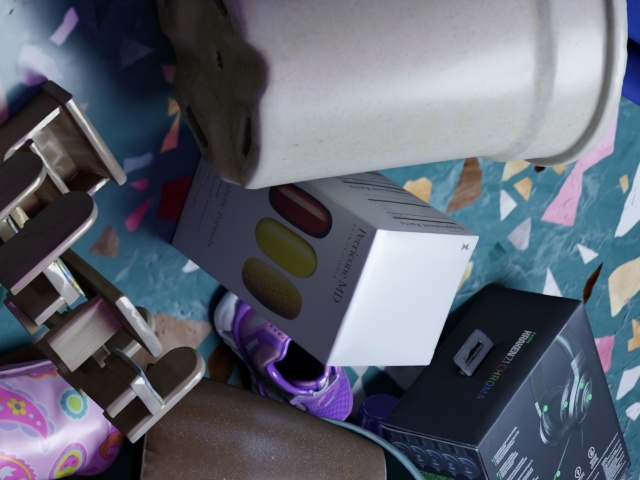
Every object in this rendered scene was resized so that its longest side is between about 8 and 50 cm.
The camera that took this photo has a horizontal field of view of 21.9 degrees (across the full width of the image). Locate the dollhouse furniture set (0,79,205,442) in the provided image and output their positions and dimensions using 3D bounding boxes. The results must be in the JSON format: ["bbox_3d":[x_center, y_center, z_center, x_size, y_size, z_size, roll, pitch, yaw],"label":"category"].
[{"bbox_3d":[-0.194,-0.001,1.334,0.161,0.242,0.212,-43,137,-13],"label":"dollhouse furniture set"}]

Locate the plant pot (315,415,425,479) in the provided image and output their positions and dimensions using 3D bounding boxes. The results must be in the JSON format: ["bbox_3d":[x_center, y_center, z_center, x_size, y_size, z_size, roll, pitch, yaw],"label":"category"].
[{"bbox_3d":[0.006,0.324,1.732,0.290,0.290,0.195,-59,167,4],"label":"plant pot"}]

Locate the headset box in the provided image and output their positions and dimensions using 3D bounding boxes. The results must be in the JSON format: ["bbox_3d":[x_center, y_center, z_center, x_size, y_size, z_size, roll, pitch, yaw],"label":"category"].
[{"bbox_3d":[0.213,0.224,1.857,0.246,0.131,0.283,-49,132,-34],"label":"headset box"}]

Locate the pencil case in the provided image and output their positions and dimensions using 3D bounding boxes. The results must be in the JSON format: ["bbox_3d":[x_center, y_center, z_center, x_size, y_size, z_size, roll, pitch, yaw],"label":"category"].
[{"bbox_3d":[-0.309,0.161,1.426,0.284,0.124,0.124,-2,117,-40],"label":"pencil case"}]

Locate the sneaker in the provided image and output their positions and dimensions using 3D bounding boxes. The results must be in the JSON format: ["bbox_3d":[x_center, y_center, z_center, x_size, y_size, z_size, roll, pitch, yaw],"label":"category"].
[{"bbox_3d":[-0.019,0.133,1.682,0.095,0.104,0.236,-46,138,-12],"label":"sneaker"}]

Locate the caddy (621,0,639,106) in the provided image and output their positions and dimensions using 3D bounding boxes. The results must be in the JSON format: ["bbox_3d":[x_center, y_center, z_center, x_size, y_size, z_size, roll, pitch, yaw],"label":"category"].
[{"bbox_3d":[0.471,-0.258,1.824,0.341,0.179,0.241,-39,137,-17],"label":"caddy"}]

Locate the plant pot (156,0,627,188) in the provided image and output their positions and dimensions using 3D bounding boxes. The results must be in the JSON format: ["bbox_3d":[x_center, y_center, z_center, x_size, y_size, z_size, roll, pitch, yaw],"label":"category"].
[{"bbox_3d":[0.038,-0.188,1.405,0.305,0.334,0.333,-16,126,-21],"label":"plant pot"}]

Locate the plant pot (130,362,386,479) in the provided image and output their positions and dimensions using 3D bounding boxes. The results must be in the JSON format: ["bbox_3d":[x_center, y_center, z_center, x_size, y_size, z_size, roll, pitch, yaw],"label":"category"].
[{"bbox_3d":[-0.061,0.236,1.557,0.230,0.215,0.215,8,115,-8],"label":"plant pot"}]

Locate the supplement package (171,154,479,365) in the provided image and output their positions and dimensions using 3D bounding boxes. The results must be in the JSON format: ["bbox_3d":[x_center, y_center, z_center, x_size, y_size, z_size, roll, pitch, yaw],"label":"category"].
[{"bbox_3d":[0.000,0.000,1.509,0.134,0.244,0.139,4,112,-44],"label":"supplement package"}]

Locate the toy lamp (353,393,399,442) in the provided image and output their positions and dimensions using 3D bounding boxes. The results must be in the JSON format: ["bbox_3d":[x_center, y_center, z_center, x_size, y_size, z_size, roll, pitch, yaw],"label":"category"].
[{"bbox_3d":[0.065,0.295,1.883,0.080,0.080,0.274,-21,128,-32],"label":"toy lamp"}]
